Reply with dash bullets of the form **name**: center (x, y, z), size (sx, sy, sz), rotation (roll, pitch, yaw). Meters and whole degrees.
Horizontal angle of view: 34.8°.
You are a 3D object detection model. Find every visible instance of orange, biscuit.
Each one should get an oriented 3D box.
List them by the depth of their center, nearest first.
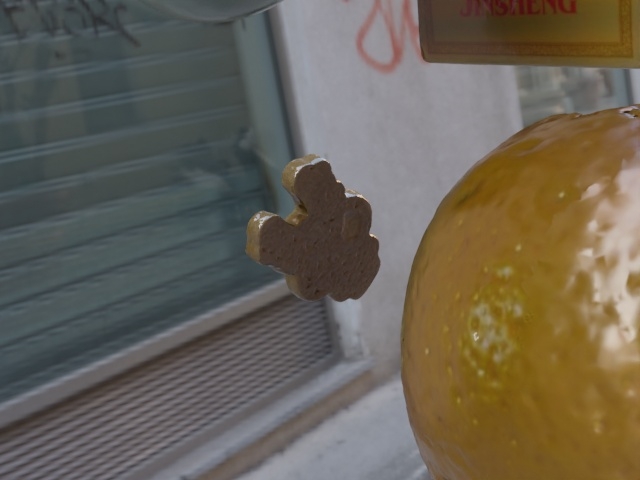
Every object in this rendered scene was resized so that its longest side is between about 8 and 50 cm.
- **orange**: center (0.135, 0.049, 0.384), size (0.219, 0.193, 0.219), rotation (19, 5, -2)
- **biscuit**: center (0.003, -0.002, 1.192), size (0.040, 0.144, 0.236), rotation (34, -6, 36)

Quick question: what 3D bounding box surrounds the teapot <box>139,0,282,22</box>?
- **teapot**: center (-0.068, -0.279, 0.543), size (0.149, 0.318, 0.220), rotation (-10, 15, -43)

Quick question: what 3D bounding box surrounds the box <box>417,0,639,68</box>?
- **box**: center (0.215, -0.154, 0.606), size (0.274, 0.076, 0.174), rotation (-13, 17, -30)
